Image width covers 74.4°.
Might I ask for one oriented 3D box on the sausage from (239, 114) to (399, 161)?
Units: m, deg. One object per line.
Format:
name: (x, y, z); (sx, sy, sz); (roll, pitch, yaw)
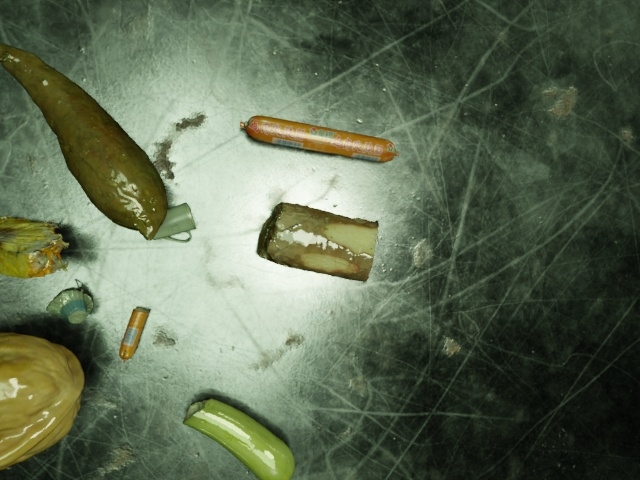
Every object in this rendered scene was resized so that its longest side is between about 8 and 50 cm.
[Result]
sausage: (0.005, -0.212, 0.886); (0.347, 0.053, 0.053); (7, 89, -13)

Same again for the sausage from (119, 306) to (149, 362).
sausage: (-0.366, 0.185, 0.818); (0.031, 0.031, 0.107); (20, 86, -12)

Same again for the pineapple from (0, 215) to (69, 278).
pineapple: (-0.526, 0.008, 0.733); (0.233, 0.135, 0.080); (13, 111, 13)

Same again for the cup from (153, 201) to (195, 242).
cup: (-0.291, -0.031, 0.830); (0.083, 0.075, 0.054); (-20, 58, -9)

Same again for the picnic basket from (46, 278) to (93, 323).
picnic basket: (-0.464, 0.116, 0.784); (0.083, 0.083, 0.065); (34, 82, 33)

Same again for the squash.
squash: (-0.154, 0.401, 0.845); (0.250, 0.083, 0.083); (39, 82, -8)

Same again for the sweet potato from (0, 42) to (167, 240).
sweet potato: (-0.411, -0.178, 0.752); (0.130, 0.130, 0.423); (-37, 92, -10)

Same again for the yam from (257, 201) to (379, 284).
yam: (-0.001, 0.001, 0.855); (0.238, 0.129, 0.128); (13, 123, -12)

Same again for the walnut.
walnut: (-0.527, 0.261, 0.686); (0.257, 0.257, 0.225); (-7, 125, -13)
